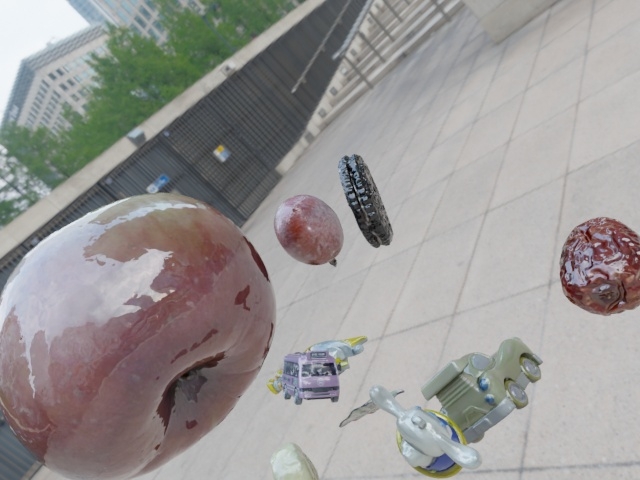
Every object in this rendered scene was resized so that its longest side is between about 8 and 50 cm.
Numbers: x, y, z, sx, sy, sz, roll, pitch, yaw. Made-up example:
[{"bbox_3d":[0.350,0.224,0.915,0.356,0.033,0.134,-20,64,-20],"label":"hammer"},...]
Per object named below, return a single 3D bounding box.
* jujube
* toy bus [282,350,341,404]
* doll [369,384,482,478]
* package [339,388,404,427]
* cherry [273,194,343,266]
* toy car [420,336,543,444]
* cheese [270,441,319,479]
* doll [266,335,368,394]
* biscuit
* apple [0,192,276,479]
[{"bbox_3d":[0.403,0.030,0.738,0.176,0.113,0.109,-55,-28,-52],"label":"jujube"},{"bbox_3d":[-0.024,0.295,1.131,0.199,0.096,0.108,142,128,-71],"label":"toy bus"},{"bbox_3d":[0.245,0.505,1.348,0.159,0.311,0.242,-55,-20,0],"label":"doll"},{"bbox_3d":[0.164,0.542,1.691,0.166,0.040,0.232,-9,-29,-32],"label":"package"},{"bbox_3d":[0.000,0.000,0.782,0.090,0.107,0.225,-43,-30,3],"label":"cherry"},{"bbox_3d":[0.483,0.419,1.550,0.336,0.226,0.242,-25,-26,-52],"label":"toy car"},{"bbox_3d":[-0.027,0.593,1.180,0.093,0.262,0.159,-28,-11,-9],"label":"cheese"},{"bbox_3d":[-0.010,0.336,1.402,0.316,0.103,0.146,-32,-23,31],"label":"doll"},{"bbox_3d":[0.088,-0.076,0.998,0.053,0.194,0.194,-21,19,12],"label":"biscuit"},{"bbox_3d":[-0.198,0.093,0.562,0.306,0.235,0.305,-40,-31,-30],"label":"apple"}]
